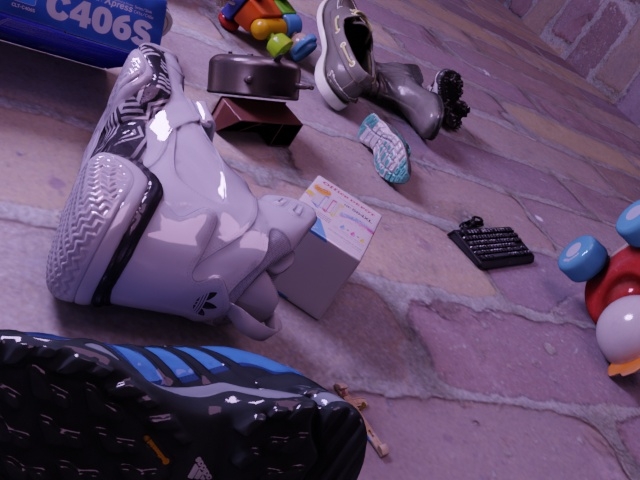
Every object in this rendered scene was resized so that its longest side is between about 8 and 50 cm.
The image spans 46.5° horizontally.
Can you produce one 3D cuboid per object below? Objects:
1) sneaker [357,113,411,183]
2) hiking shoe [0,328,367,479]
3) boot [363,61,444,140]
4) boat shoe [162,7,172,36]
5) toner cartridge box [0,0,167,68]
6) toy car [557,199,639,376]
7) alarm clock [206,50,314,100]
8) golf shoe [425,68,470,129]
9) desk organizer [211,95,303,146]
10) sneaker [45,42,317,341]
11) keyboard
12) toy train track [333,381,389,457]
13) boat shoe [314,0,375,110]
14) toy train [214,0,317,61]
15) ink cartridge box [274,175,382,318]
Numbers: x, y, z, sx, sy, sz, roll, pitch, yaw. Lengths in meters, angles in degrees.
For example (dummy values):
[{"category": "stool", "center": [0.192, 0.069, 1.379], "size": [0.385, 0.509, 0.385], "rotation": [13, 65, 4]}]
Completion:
[{"category": "sneaker", "center": [0.123, -0.146, 1.218], "size": [0.076, 0.065, 0.166], "rotation": [20, 33, -32]}, {"category": "hiking shoe", "center": [-0.124, 0.125, 0.529], "size": [0.304, 0.113, 0.132], "rotation": [16, 2, -19]}, {"category": "boot", "center": [0.132, -0.281, 1.441], "size": [0.161, 0.083, 0.246], "rotation": [7, 37, -21]}, {"category": "boat shoe", "center": [-0.329, -0.348, 1.027], "size": [0.254, 0.095, 0.079], "rotation": [8, 48, -25]}, {"category": "toner cartridge box", "center": [-0.361, -0.271, 0.808], "size": [0.348, 0.075, 0.165], "rotation": [9, 0, -38]}, {"category": "toy car", "center": [0.479, 0.106, 1.077], "size": [0.219, 0.210, 0.238], "rotation": [41, 40, -11]}, {"category": "alarm clock", "center": [-0.104, -0.233, 1.060], "size": [0.129, 0.064, 0.192], "rotation": [-2, 9, -35]}, {"category": "golf shoe", "center": [0.243, -0.295, 1.520], "size": [0.094, 0.077, 0.198], "rotation": [35, -6, 24]}, {"category": "desk organizer", "center": [-0.089, -0.164, 1.038], "size": [0.130, 0.047, 0.050], "rotation": [-7, 51, -50]}, {"category": "sneaker", "center": [-0.127, -0.051, 0.739], "size": [0.210, 0.137, 0.366], "rotation": [24, 34, -21]}, {"category": "keyboard", "center": [0.269, -0.002, 1.187], "size": [0.180, 0.023, 0.108], "rotation": [-3, 45, -49]}, {"category": "toy train track", "center": [0.040, 0.164, 0.699], "size": [0.048, 0.014, 0.083], "rotation": [1, 43, -45]}, {"category": "boat shoe", "center": [0.054, -0.364, 1.366], "size": [0.109, 0.091, 0.305], "rotation": [39, 38, -34]}, {"category": "toy train", "center": [-0.107, -0.377, 1.307], "size": [0.143, 0.105, 0.248], "rotation": [51, 30, 4]}, {"category": "ink cartridge box", "center": [0.000, 0.000, 0.831], "size": [0.092, 0.090, 0.143], "rotation": [33, 29, -1]}]
